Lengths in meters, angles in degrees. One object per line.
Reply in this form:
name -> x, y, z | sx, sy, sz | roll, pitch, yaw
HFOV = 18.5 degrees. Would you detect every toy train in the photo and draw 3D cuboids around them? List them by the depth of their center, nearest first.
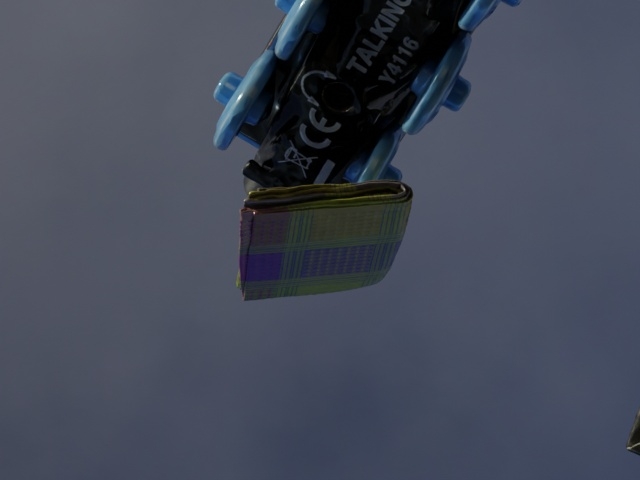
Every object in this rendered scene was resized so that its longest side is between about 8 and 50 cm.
toy train -> 0.026, -0.088, 0.721 | 0.080, 0.184, 0.105 | 30, -142, -3

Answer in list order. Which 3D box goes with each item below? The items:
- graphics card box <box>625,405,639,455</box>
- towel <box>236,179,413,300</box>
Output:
graphics card box -> 0.292, 0.016, 1.167 | 0.094, 0.371, 0.233 | 21, -81, 17
towel -> 0.000, 0.000, 0.699 | 0.060, 0.083, 0.009 | -6, -113, -6
